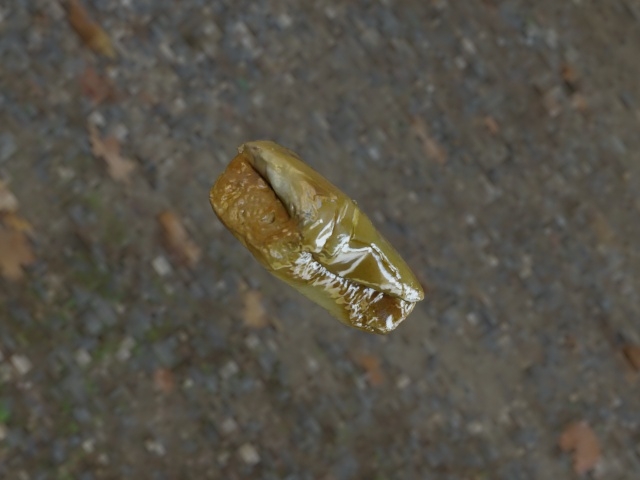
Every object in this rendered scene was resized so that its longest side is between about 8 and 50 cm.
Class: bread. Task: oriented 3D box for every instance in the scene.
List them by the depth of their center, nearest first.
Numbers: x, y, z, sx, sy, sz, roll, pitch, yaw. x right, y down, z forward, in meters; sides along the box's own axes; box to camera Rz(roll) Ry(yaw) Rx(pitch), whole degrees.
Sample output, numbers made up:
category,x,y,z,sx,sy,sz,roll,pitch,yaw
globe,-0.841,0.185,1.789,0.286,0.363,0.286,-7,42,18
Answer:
category,x,y,z,sx,sy,sz,roll,pitch,yaw
bread,0.000,0.000,0.913,0.074,0.053,0.132,44,2,39
